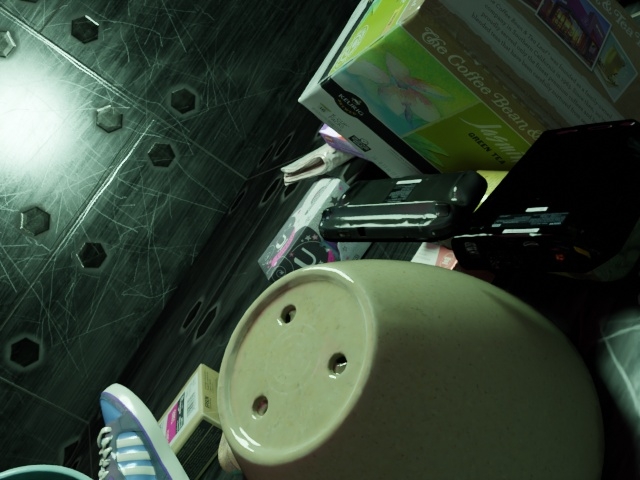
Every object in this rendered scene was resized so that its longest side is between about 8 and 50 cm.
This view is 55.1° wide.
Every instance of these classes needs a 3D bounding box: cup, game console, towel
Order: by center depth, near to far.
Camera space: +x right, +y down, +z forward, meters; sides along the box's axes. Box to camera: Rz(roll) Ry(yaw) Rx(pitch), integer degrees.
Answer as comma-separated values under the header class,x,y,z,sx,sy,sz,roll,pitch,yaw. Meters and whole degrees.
class,x,y,z,sx,sy,sz,roll,pitch,yaw
cup,0.049,0.146,0.561,0.331,0.237,0.331,-25,46,30
game console,0.151,-0.045,0.643,0.361,0.044,0.213,0,33,46
towel,0.089,-0.234,1.399,0.332,0.053,0.317,-32,10,-19

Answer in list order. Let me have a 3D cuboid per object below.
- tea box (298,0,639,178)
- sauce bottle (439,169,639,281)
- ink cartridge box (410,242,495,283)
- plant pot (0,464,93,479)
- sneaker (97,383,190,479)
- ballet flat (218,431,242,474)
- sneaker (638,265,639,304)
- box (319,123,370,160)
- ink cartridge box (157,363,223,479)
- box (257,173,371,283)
class,x,y,z,sx,sy,sz,roll,pitch,yaw
tea box,0.204,-0.209,0.820,0.220,0.329,0.323,-60,18,-18
sauce bottle,0.205,-0.033,0.745,0.344,0.111,0.111,17,72,56
ink cartridge box,0.138,0.105,0.852,0.198,0.067,0.115,-57,18,-5
plant pot,-0.572,0.678,1.195,0.341,0.341,0.334,-78,7,-51
sneaker,-0.402,0.449,1.150,0.236,0.323,0.130,-26,-23,-37
ballet flat,-0.135,0.298,1.168,0.106,0.108,0.316,-52,15,35
sneaker,0.355,-0.017,0.447,0.283,0.110,0.122,-54,21,4
box,0.167,-0.228,1.132,0.293,0.057,0.201,26,78,34
ink cartridge box,-0.285,0.415,1.365,0.193,0.088,0.234,-53,18,5
box,0.000,0.000,1.285,0.247,0.142,0.163,-55,17,1
